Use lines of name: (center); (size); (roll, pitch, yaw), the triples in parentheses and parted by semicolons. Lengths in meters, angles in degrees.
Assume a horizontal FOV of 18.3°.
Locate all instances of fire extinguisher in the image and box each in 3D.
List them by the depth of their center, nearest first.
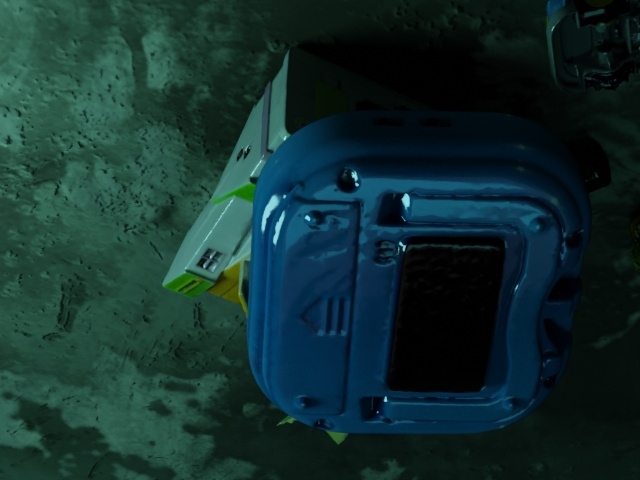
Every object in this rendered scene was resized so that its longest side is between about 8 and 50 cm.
fire extinguisher: (0.205, -0.048, 2.000); (0.177, 0.050, 0.062); (-21, 169, 26)

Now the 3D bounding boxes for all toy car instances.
toy car: (0.287, -0.212, 1.791); (0.191, 0.100, 0.097); (-18, 135, -4)

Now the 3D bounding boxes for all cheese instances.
cheese: (-0.004, 0.200, 2.282); (0.084, 0.041, 0.060); (10, 145, -21)

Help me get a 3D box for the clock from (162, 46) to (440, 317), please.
clock: (0.000, 0.000, 1.975); (0.235, 0.166, 0.309); (22, 130, -17)

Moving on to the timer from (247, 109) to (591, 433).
timer: (0.089, 0.039, 1.841); (0.309, 0.115, 0.340); (0, 126, -6)

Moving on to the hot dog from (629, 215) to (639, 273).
hot dog: (0.356, 0.020, 2.058); (0.056, 0.041, 0.133); (-21, 131, 24)
